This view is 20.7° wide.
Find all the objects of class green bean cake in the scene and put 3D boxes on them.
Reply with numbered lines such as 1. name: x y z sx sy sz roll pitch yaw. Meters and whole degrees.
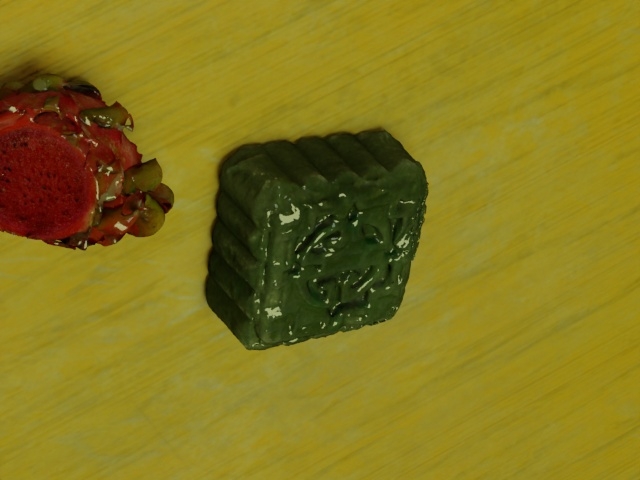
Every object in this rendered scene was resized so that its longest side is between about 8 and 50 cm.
1. green bean cake: 0.000 0.000 1.592 0.185 0.094 0.183 -11 126 -29

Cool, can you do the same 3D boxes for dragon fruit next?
1. dragon fruit: -0.196 -0.054 1.418 0.133 0.150 0.207 -29 147 32
